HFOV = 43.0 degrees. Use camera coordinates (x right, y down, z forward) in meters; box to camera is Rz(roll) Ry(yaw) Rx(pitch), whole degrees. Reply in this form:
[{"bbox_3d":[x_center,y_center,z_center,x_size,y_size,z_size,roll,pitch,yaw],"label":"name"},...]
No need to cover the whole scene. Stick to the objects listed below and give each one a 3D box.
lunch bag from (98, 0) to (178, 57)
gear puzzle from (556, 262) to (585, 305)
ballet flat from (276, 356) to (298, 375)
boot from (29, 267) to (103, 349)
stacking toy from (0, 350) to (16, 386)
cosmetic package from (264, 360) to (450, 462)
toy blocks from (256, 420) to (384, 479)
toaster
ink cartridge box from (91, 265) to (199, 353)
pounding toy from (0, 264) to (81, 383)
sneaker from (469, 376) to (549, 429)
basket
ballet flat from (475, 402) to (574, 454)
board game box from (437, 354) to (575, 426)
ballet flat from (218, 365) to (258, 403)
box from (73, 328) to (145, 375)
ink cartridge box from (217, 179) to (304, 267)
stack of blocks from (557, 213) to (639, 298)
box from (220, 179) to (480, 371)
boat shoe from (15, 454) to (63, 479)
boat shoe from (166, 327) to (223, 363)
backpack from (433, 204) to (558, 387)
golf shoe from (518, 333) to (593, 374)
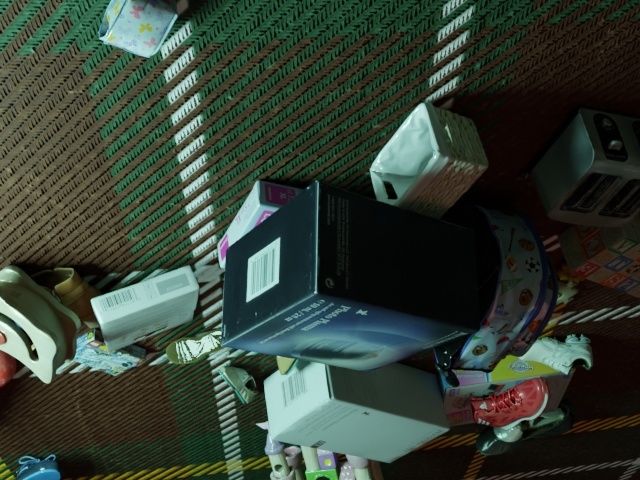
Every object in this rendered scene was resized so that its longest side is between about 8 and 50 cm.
[{"bbox_3d":[-0.225,-0.270,0.996,0.071,0.053,0.083,15,128,-33],"label":"lunch bag"},{"bbox_3d":[0.450,0.133,1.705,0.175,0.044,0.339,20,135,-34],"label":"gear puzzle"},{"bbox_3d":[-0.050,0.196,1.676,0.073,0.080,0.232,31,132,-5],"label":"ballet flat"},{"bbox_3d":[-0.489,0.117,1.460,0.197,0.073,0.152,-21,142,3],"label":"boot"},{"bbox_3d":[-0.721,0.315,1.629,0.330,0.141,0.141,-37,136,28],"label":"stacking toy"},{"bbox_3d":[0.086,0.378,1.868,0.385,0.156,0.217,22,132,-34],"label":"cosmetic package"},{"bbox_3d":[-0.002,0.568,2.037,0.288,0.309,0.260,-10,103,14],"label":"toy blocks"},{"bbox_3d":[0.446,-0.111,1.314,0.168,0.110,0.186,7,141,-20],"label":"toaster"},{"bbox_3d":[-0.320,0.129,1.497,0.181,0.056,0.225,-20,167,-18],"label":"ink cartridge box"},{"bbox_3d":[-0.552,0.145,1.365,0.269,0.155,0.154,40,122,-4],"label":"pounding toy"},{"bbox_3d":[0.432,0.386,1.905,0.128,0.087,0.221,5,140,-21],"label":"sneaker"},{"bbox_3d":[0.166,-0.112,1.248,0.103,0.113,0.167,8,142,-26],"label":"basket"},{"bbox_3d":[0.552,0.496,2.200,0.280,0.095,0.096,-16,135,-7],"label":"ballet flat"},{"bbox_3d":[0.444,0.367,2.009,0.316,0.064,0.242,-7,144,-3],"label":"board game box"},{"bbox_3d":[-0.181,0.312,1.818,0.052,0.057,0.168,-36,149,-10],"label":"ballet flat"},{"bbox_3d":[-0.438,0.229,1.655,0.094,0.027,0.137,-28,141,26],"label":"box"},{"bbox_3d":[0.000,0.000,1.413,0.311,0.065,0.186,9,141,-26],"label":"ink cartridge box"},{"bbox_3d":[0.622,0.019,1.551,0.297,0.087,0.171,17,136,-32],"label":"stack of blocks"},{"bbox_3d":[0.042,0.075,1.269,0.294,0.183,0.296,14,153,-29],"label":"box"},{"bbox_3d":[-0.725,0.587,2.036,0.109,0.089,0.258,22,137,-34],"label":"boat shoe"},{"bbox_3d":[-0.242,0.214,1.656,0.152,0.056,0.049,-16,177,20],"label":"boat shoe"},{"bbox_3d":[0.292,0.076,1.425,0.213,0.277,0.263,-1,137,-19],"label":"backpack"},{"bbox_3d":[0.546,0.270,1.882,0.176,0.086,0.069,-7,146,0],"label":"golf shoe"}]
